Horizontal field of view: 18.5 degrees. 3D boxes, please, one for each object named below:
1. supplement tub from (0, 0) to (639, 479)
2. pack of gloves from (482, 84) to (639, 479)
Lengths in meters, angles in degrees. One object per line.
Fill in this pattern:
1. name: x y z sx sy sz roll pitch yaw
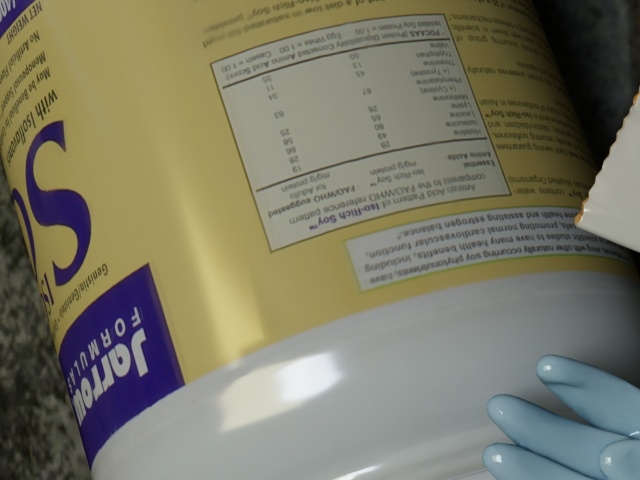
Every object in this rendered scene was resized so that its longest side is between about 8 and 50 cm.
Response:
1. supplement tub: 0.000 0.000 0.827 0.241 0.241 0.331 -33 66 37
2. pack of gloves: 0.181 0.064 0.703 0.232 0.046 0.195 28 85 0
